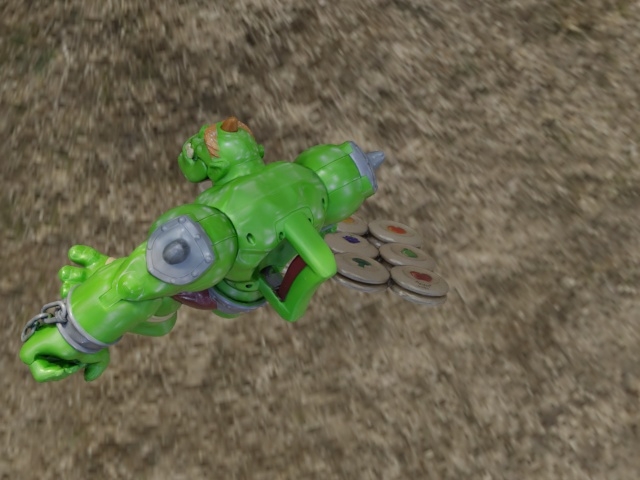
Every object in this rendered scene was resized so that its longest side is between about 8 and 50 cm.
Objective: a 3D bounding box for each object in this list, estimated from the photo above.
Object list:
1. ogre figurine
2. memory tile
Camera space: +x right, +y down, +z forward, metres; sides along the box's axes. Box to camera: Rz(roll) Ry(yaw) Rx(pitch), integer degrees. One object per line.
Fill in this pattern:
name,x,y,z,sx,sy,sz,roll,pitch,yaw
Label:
ogre figurine,-0.043,0.002,0.804,0.197,0.118,0.097,-3,69,-36
memory tile,0.000,0.000,0.997,0.148,0.113,0.012,11,110,-13
